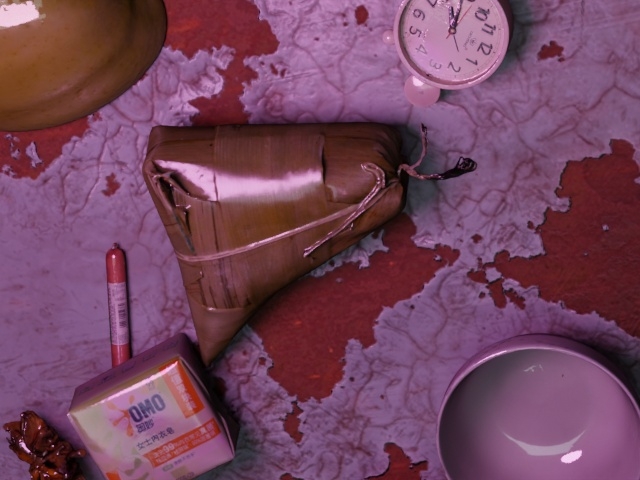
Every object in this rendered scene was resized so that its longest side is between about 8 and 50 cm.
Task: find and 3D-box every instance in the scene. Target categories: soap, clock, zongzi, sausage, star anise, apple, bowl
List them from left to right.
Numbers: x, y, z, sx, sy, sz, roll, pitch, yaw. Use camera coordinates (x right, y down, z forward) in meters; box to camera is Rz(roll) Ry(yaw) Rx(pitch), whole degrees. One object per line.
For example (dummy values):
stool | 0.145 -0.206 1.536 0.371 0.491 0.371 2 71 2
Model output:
apple | -0.413 -0.339 1.824 0.360 0.312 0.320 -12 151 17
star anise | -0.400 0.347 2.028 0.234 0.073 0.177 24 136 47
sausage | -0.303 0.109 1.988 0.029 0.029 0.223 4 110 11
soap | -0.244 0.265 1.954 0.199 0.138 0.182 -27 101 5
zongzi | 0.000 0.000 1.827 0.446 0.181 0.418 -2 124 9
clock | 0.172 -0.278 1.731 0.155 0.063 0.229 26 117 3
bowl | 0.308 0.251 1.846 0.286 0.144 0.287 4 109 11
